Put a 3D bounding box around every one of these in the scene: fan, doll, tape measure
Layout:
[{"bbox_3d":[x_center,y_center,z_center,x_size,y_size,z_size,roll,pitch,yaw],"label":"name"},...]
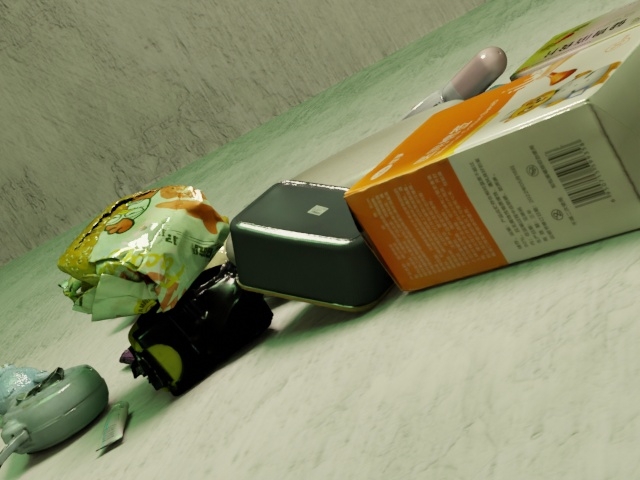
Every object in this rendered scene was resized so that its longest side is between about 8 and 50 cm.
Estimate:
[{"bbox_3d":[0.206,-0.222,1.914,0.130,0.074,0.244,-28,-14,-51],"label":"fan"},{"bbox_3d":[-0.491,0.228,1.937,0.120,0.075,0.180,-29,12,-9],"label":"doll"},{"bbox_3d":[-0.351,0.236,1.540,0.164,0.084,0.330,-36,11,-5],"label":"tape measure"},{"bbox_3d":[-0.168,0.108,1.561,0.199,0.112,0.186,-32,10,-12],"label":"tape measure"}]

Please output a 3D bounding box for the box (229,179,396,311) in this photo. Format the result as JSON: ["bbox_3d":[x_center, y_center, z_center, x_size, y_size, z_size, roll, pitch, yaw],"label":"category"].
[{"bbox_3d":[0.000,0.000,1.443,0.201,0.090,0.144,11,36,32],"label":"box"}]

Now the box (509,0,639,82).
[{"bbox_3d":[0.440,-0.303,1.854,0.260,0.062,0.175,-18,18,44],"label":"box"}]

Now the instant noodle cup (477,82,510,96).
[{"bbox_3d":[0.245,-0.176,1.805,0.179,0.070,0.157,-33,10,-5],"label":"instant noodle cup"}]

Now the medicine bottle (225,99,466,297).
[{"bbox_3d":[0.054,-0.060,1.658,0.375,0.123,0.282,-27,11,25],"label":"medicine bottle"}]

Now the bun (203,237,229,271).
[{"bbox_3d":[-0.174,0.022,2.052,0.086,0.055,0.086,-31,10,6],"label":"bun"}]

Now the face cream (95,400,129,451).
[{"bbox_3d":[-0.255,0.229,1.487,0.038,0.020,0.115,-29,13,5],"label":"face cream"}]

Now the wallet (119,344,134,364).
[{"bbox_3d":[-0.223,0.142,1.738,0.111,0.030,0.166,-36,14,-29],"label":"wallet"}]

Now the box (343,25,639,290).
[{"bbox_3d":[0.222,-0.085,1.300,0.341,0.143,0.225,-18,17,44],"label":"box"}]

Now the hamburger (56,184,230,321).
[{"bbox_3d":[-0.253,0.022,1.544,0.235,0.125,0.214,0,26,38],"label":"hamburger"}]

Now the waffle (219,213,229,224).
[{"bbox_3d":[-0.285,0.053,2.136,0.291,0.051,0.291,-40,5,5],"label":"waffle"}]
